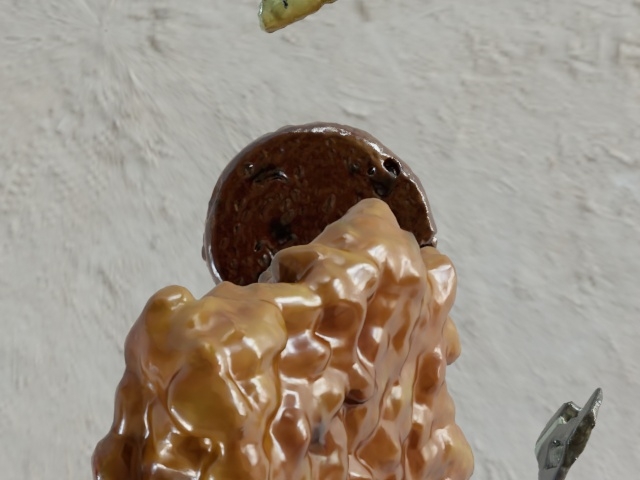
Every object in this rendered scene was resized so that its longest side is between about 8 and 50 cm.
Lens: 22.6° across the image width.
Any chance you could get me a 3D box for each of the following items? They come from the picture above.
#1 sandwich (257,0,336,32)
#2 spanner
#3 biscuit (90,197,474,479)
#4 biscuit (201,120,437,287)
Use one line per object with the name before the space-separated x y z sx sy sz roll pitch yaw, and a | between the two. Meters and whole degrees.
sandwich | 0.040 -0.209 0.729 0.235 0.122 0.128 -36 62 -9
spanner | 0.158 0.235 1.220 0.024 0.087 0.316 32 50 -4
biscuit | -0.010 0.146 0.938 0.110 0.312 0.318 6 112 30
biscuit | 0.000 0.000 1.279 0.192 0.049 0.192 0 95 0
